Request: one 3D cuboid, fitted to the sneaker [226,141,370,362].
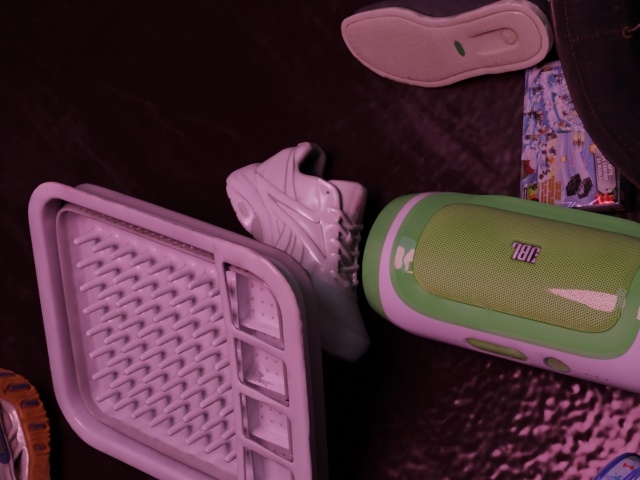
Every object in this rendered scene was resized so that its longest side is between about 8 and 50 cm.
[{"bbox_3d":[0.000,0.000,1.524,0.115,0.090,0.232,-36,59,15],"label":"sneaker"}]

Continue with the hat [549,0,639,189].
[{"bbox_3d":[0.311,-0.179,1.324,0.331,0.331,0.134,-63,12,1],"label":"hat"}]

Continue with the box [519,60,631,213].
[{"bbox_3d":[0.218,-0.088,1.442,0.094,0.027,0.137,-5,72,34],"label":"box"}]

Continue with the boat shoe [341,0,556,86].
[{"bbox_3d":[0.122,-0.191,1.524,0.233,0.084,0.079,0,37,41],"label":"boat shoe"}]

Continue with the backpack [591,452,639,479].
[{"bbox_3d":[0.246,0.208,1.280,0.114,0.105,0.084,-47,56,6],"label":"backpack"}]

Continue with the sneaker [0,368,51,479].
[{"bbox_3d":[-0.310,0.278,1.644,0.131,0.112,0.296,-37,55,39],"label":"sneaker"}]

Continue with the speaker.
[{"bbox_3d":[0.183,0.040,1.364,0.297,0.131,0.131,13,82,36],"label":"speaker"}]

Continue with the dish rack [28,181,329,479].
[{"bbox_3d":[-0.117,0.093,1.513,0.333,0.072,0.285,18,125,36],"label":"dish rack"}]
